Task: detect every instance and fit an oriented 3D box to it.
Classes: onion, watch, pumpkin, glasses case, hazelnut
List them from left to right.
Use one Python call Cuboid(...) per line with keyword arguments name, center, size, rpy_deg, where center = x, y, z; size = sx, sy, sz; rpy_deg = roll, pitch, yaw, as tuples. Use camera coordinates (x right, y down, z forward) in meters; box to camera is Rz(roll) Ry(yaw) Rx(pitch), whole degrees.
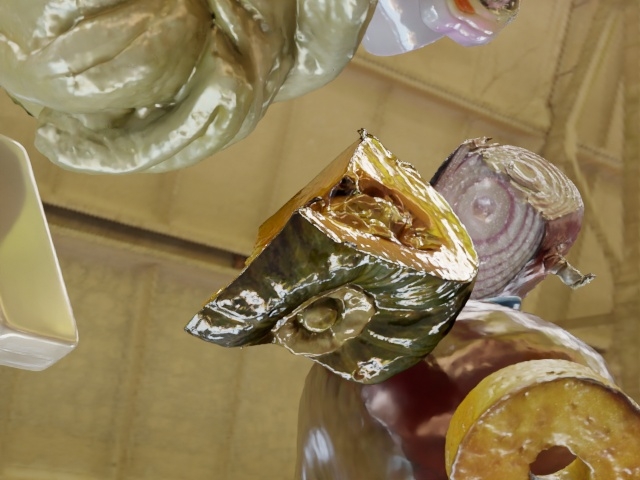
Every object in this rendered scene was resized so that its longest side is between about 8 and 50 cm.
Cuboid(name="glasses case", center=(-0.420, 0.002, 1.460), size=(0.144, 0.076, 0.336), rpy_deg=(26, -144, -54))
Cuboid(name="pumpkin", center=(0.001, -0.001, 0.892), size=(0.280, 0.139, 0.190), rpy_deg=(23, -149, -48))
Cuboid(name="watch", center=(0.129, -0.331, 1.281), size=(0.248, 0.217, 0.211), rpy_deg=(-50, -55, -25))
Cuboid(name="hazelnut", center=(0.145, 0.251, 1.162), size=(0.359, 0.409, 0.359), rpy_deg=(4, -127, -6))
Cuboid(name="onion", center=(0.265, -0.008, 1.677), size=(0.230, 0.256, 0.272), rpy_deg=(8, -123, -62))

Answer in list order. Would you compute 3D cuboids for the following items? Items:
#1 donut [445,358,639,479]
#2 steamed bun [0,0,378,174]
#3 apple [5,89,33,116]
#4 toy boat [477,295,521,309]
Cuboid(name="donut", center=(0.151, 0.144, 0.739), size=(0.152, 0.058, 0.152), rpy_deg=(-3, -65, -7))
Cuboid(name="steamed bun", center=(-0.137, -0.201, 1.029), size=(0.372, 0.325, 0.230), rpy_deg=(-4, -126, -12))
Cuboid(name="apple", center=(-0.297, -0.246, 1.499), size=(0.279, 0.279, 0.279), rpy_deg=(9, -105, -37))
Cuboid(name="toy boat", center=(0.230, 0.153, 1.404), size=(0.100, 0.097, 0.223), rpy_deg=(-77, -14, -48))
